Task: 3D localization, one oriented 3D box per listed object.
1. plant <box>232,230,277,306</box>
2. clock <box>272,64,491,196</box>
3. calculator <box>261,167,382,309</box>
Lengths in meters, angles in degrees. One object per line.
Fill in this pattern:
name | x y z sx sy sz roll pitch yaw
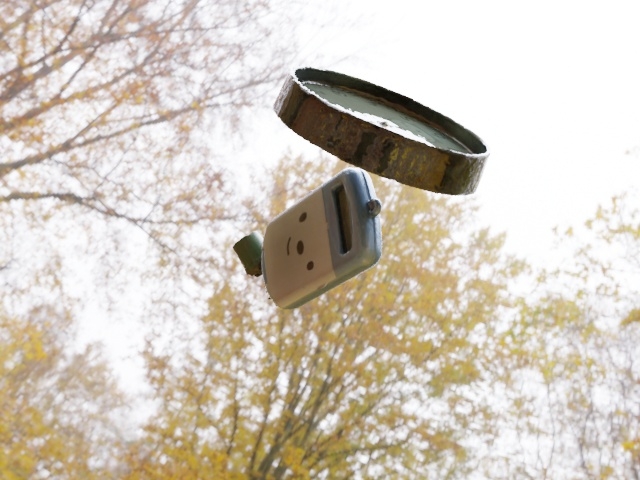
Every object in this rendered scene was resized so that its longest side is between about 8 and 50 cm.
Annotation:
plant | -0.072 0.039 1.062 0.051 0.051 0.102 -39 -96 42
clock | 0.061 -0.110 0.778 0.215 0.215 0.042 25 -69 6
calculator | 0.000 0.000 0.926 0.039 0.121 0.210 9 -27 -37
